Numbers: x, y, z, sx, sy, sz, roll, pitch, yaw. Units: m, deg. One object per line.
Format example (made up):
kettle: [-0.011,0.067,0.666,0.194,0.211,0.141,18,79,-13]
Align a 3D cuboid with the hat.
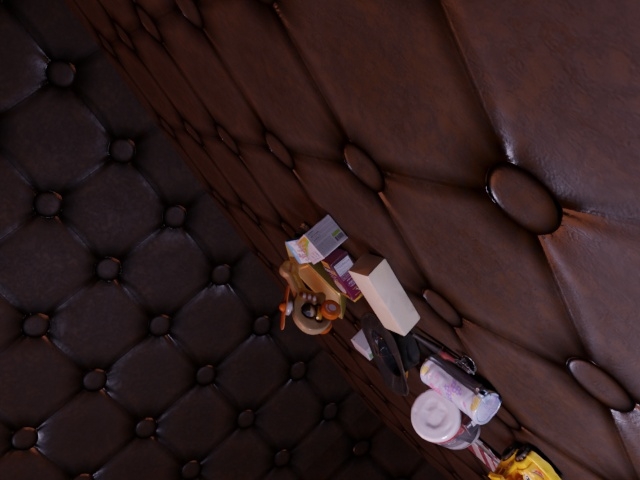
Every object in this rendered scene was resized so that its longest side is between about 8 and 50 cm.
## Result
hat: [0.280,0.396,2.068,0.331,0.134,0.331,55,158,36]

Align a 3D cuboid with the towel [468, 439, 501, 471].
towel: [0.681,0.885,2.335,0.329,0.037,0.237,38,164,44]

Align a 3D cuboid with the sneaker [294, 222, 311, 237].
sneaker: [-0.039,0.018,2.158,0.170,0.075,0.063,52,169,-11]

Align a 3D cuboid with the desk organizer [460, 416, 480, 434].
desk organizer: [0.504,0.557,1.816,0.047,0.130,0.050,56,167,-26]

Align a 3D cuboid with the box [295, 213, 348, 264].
box: [0.000,0.000,1.921,0.103,0.114,0.203,50,167,0]

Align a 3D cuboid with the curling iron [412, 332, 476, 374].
curling iron: [0.395,0.353,1.807,0.274,0.035,0.068,27,150,55]

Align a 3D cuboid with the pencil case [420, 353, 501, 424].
pencil case: [0.443,0.472,1.808,0.273,0.113,0.124,30,159,54]

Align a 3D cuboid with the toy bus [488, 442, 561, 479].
toy bus: [0.642,0.787,1.837,0.149,0.211,0.220,48,165,10]

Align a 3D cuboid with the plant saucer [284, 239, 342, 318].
plant saucer: [0.001,0.150,2.382,0.333,0.081,0.333,45,165,20]

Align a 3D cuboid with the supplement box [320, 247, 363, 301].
supplement box: [0.085,0.119,2.040,0.188,0.081,0.104,57,164,-27]

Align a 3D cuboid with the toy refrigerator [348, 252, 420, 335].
toy refrigerator: [0.207,0.169,1.787,0.102,0.094,0.269,14,144,55]

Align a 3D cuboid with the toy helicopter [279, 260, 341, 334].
toy helicopter: [-0.091,0.232,2.312,0.355,0.235,0.140,61,143,29]

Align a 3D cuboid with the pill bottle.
pill bottle: [0.457,0.641,1.992,0.176,0.176,0.318,37,179,40]

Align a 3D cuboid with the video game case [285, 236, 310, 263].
video game case: [-0.034,0.031,2.107,0.166,0.015,0.119,-10,129,29]

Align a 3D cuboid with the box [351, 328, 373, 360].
box: [0.210,0.449,2.483,0.102,0.101,0.087,35,160,40]

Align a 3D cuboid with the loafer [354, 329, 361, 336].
loafer: [0.226,0.461,2.582,0.148,0.050,0.056,30,166,9]
